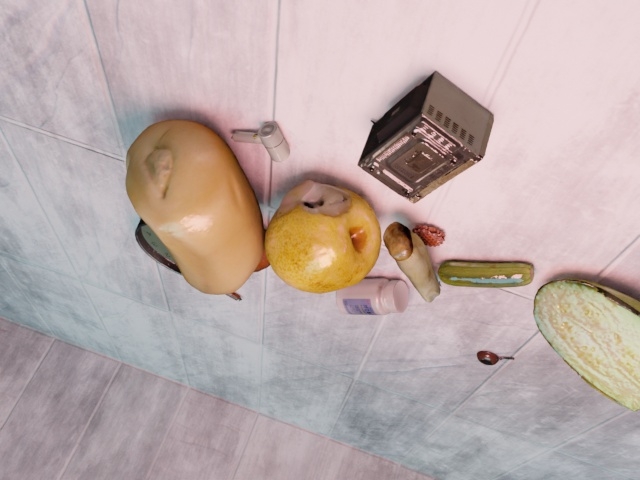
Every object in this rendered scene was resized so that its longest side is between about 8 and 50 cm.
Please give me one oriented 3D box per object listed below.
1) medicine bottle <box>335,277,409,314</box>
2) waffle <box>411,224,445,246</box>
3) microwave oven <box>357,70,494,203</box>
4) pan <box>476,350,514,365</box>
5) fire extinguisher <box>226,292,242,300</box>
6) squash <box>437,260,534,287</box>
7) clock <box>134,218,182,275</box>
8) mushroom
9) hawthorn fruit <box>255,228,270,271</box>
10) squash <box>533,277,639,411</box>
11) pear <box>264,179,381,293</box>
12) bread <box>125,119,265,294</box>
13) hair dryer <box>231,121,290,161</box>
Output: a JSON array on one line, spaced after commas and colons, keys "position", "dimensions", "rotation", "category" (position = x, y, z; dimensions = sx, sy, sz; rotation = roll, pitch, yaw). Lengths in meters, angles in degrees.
[{"position": [0.143, 0.157, 1.718], "dimensions": [0.187, 0.102, 0.103], "rotation": [-4, 141, 36], "category": "medicine bottle"}, {"position": [0.255, -0.010, 1.454], "dimensions": [0.083, 0.029, 0.075], "rotation": [20, 160, 0], "category": "waffle"}, {"position": [0.188, -0.178, 1.136], "dimensions": [0.163, 0.129, 0.205], "rotation": [30, 148, -16], "category": "microwave oven"}, {"position": [0.531, 0.363, 1.879], "dimensions": [0.115, 0.023, 0.068], "rotation": [-3, 141, 36], "category": "pan"}, {"position": [-0.304, 0.186, 2.126], "dimensions": [0.083, 0.022, 0.028], "rotation": [31, -174, -16], "category": "fire extinguisher"}, {"position": [0.392, 0.081, 1.482], "dimensions": [0.229, 0.066, 0.066], "rotation": [-1, 143, 31], "category": "squash"}, {"position": [-0.411, 0.019, 1.885], "dimensions": [0.319, 0.066, 0.319], "rotation": [15, 150, 9], "category": "clock"}, {"position": [0.229, 0.054, 1.473], "dimensions": [0.081, 0.100, 0.312], "rotation": [-21, 147, 14], "category": "mushroom"}, {"position": [-0.208, 0.009, 1.668], "dimensions": [0.149, 0.149, 0.189], "rotation": [-3, 142, 36], "category": "hawthorn fruit"}, {"position": [0.640, 0.212, 1.396], "dimensions": [0.309, 0.210, 0.233], "rotation": [23, 138, -12], "category": "squash"}, {"position": [0.000, 0.000, 1.417], "dimensions": [0.271, 0.271, 0.271], "rotation": [16, 149, 10], "category": "pear"}, {"position": [-0.278, -0.081, 1.431], "dimensions": [0.348, 0.253, 0.376], "rotation": [56, 174, 41], "category": "bread"}, {"position": [-0.138, -0.219, 1.361], "dimensions": [0.137, 0.047, 0.082], "rotation": [11, 149, 29], "category": "hair dryer"}]
